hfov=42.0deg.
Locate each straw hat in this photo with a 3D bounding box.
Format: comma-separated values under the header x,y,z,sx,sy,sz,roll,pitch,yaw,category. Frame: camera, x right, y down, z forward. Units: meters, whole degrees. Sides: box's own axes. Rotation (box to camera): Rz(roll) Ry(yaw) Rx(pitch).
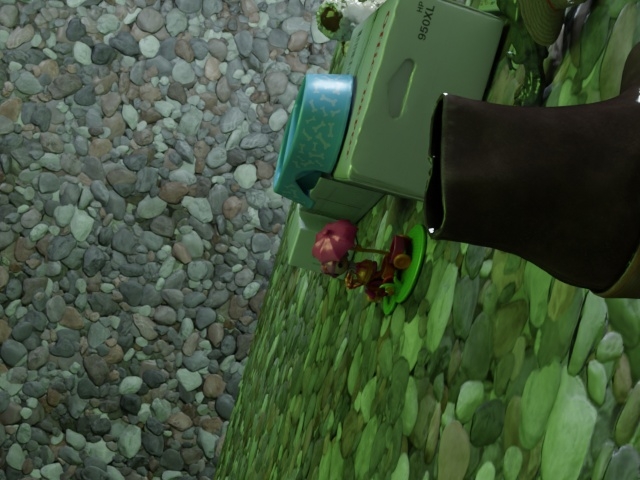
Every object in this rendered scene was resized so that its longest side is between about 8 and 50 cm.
x,y,z,sx,sy,sz,roll,pitch,yaw,category
0.270,-0.290,0.914,0.061,0.144,0.144,0,70,41,straw hat

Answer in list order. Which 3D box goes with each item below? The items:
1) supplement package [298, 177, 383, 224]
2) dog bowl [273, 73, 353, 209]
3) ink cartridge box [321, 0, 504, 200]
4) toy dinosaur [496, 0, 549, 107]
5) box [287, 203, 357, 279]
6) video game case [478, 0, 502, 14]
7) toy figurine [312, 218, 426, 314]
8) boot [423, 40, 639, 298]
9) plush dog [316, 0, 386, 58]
x,y,z,sx,sy,sz,roll,pitch,yaw,category
0.052,-0.141,1.740,0.244,0.139,0.133,133,150,-70,supplement package
-0.019,-0.166,1.381,0.297,0.074,0.165,122,159,-65,dog bowl
0.124,-0.217,1.353,0.395,0.166,0.285,-140,65,-81,ink cartridge box
0.232,-0.278,0.976,0.118,0.064,0.268,-78,-24,-67,toy dinosaur
0.000,0.000,1.838,0.170,0.130,0.091,-98,25,-70,box
0.290,-0.415,1.144,0.227,0.026,0.206,-110,37,-75,video game case
0.062,0.032,1.322,0.130,0.159,0.173,-84,13,-48,toy figurine
0.187,-0.082,0.614,0.090,0.207,0.248,122,162,-59,boot
0.115,-0.402,1.695,0.210,0.262,0.225,-42,13,-15,plush dog
